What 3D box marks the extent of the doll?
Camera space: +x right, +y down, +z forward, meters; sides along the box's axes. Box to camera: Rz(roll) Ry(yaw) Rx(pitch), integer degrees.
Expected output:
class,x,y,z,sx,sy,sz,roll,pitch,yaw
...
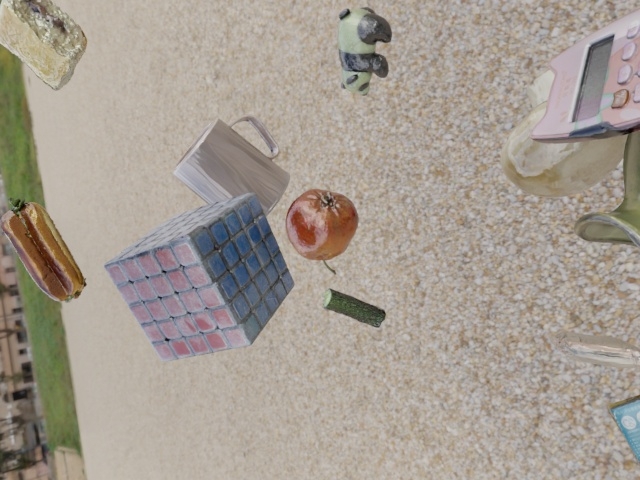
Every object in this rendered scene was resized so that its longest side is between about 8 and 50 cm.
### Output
class,x,y,z,sx,sy,sz,roll,pitch,yaw
doll,0.114,-0.530,1.288,0.144,0.134,0.235,-115,17,-49

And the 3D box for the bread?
class,x,y,z,sx,sy,sz,roll,pitch,yaw
bread,-0.418,-0.308,0.695,0.125,0.082,0.106,45,144,-22

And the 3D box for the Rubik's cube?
class,x,y,z,sx,sy,sz,roll,pitch,yaw
Rubik's cube,-0.224,0.068,0.919,0.238,0.237,0.238,-14,109,27

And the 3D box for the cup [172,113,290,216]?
class,x,y,z,sx,sy,sz,roll,pitch,yaw
cup,-0.228,-0.205,1.296,0.288,0.273,0.208,-50,22,2

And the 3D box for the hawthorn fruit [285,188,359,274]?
class,x,y,z,sx,sy,sz,roll,pitch,yaw
hawthorn fruit,0.000,0.000,1.094,0.286,0.165,0.165,94,152,-57

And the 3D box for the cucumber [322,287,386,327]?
class,x,y,z,sx,sy,sz,roll,pitch,yaw
cucumber,0.085,0.173,1.172,0.058,0.187,0.058,-40,37,39

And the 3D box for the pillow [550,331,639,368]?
class,x,y,z,sx,sy,sz,roll,pitch,yaw
pillow,0.640,0.252,1.067,0.173,0.270,0.067,4,84,23

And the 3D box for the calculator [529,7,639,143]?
class,x,y,z,sx,sy,sz,roll,pitch,yaw
calculator,0.462,-0.246,0.641,0.329,0.048,0.220,-11,53,62

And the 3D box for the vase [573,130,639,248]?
class,x,y,z,sx,sy,sz,roll,pitch,yaw
vase,0.601,-0.069,0.706,0.303,0.329,0.241,-60,26,7

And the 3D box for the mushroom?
class,x,y,z,sx,sy,sz,roll,pitch,yaw
mushroom,0.577,-0.266,1.129,0.293,0.292,0.290,126,145,-48

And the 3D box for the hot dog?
class,x,y,z,sx,sy,sz,roll,pitch,yaw
hot dog,-0.454,0.016,0.757,0.189,0.072,0.055,64,176,-8

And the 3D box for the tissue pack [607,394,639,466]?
class,x,y,z,sx,sy,sz,roll,pitch,yaw
tissue pack,0.529,0.270,0.660,0.169,0.082,0.120,-31,61,22
